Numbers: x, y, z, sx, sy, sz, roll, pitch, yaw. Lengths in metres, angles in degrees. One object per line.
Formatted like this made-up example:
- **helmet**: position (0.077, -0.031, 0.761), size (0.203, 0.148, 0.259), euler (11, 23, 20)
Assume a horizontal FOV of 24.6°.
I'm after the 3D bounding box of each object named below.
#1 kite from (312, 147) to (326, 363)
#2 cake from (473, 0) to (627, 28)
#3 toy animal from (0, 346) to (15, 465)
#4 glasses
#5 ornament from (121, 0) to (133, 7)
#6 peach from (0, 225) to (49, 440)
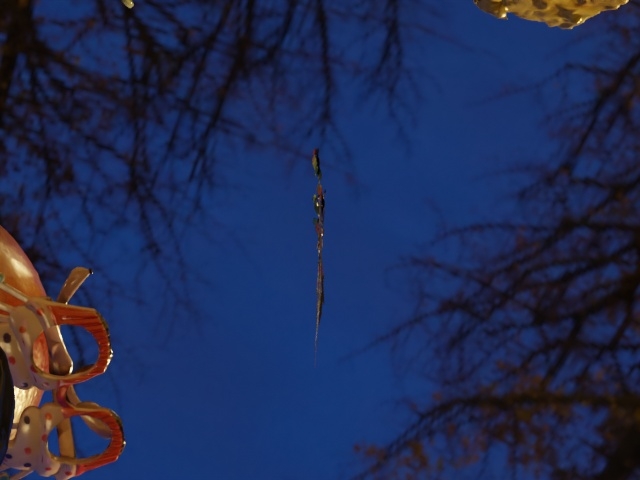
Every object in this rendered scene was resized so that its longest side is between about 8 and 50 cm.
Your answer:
- **kite**: position (0.000, 0.000, 1.531), size (0.015, 0.152, 0.285), euler (2, -152, -3)
- **cake**: position (0.245, -0.359, 1.381), size (0.222, 0.286, 0.227), euler (11, -108, -33)
- **toy animal**: position (-0.274, 0.143, 0.773), size (0.187, 0.165, 0.235), euler (21, -138, -5)
- **glasses**: position (-0.269, 0.118, 1.328), size (0.162, 0.255, 0.095), euler (-9, -151, -10)
- **ornament**: position (-0.109, -0.200, 1.030), size (0.092, 0.068, 0.041), euler (-27, -123, -18)
- **peach**: position (-0.409, 0.099, 1.445), size (0.308, 0.308, 0.332), euler (52, -172, 35)
